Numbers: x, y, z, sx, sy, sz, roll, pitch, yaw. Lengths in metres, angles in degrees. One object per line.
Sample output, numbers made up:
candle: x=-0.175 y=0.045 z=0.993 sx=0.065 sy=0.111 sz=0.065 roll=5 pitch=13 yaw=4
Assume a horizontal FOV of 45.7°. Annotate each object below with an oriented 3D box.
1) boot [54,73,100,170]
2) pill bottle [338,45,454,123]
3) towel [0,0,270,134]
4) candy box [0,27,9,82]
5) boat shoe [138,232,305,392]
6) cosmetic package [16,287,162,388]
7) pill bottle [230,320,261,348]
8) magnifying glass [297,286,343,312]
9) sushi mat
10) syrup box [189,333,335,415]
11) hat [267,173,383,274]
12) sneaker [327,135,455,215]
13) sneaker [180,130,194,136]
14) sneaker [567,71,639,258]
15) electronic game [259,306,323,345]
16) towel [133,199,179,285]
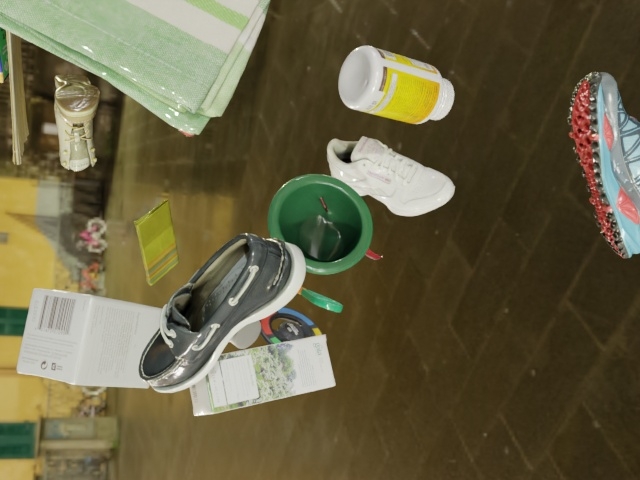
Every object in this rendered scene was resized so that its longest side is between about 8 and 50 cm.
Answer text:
boot: x=-0.444 y=-0.203 z=1.388 sx=0.213 sy=0.077 sz=0.165 roll=-131 pitch=41 yaw=-56
pill bottle: x=0.148 y=-0.287 z=1.433 sx=0.117 sy=0.215 sz=0.117 roll=-12 pitch=75 yaw=53
towel: x=-0.122 y=-0.256 z=0.541 sx=0.324 sy=0.248 sz=0.038 roll=-67 pitch=11 yaw=-27
candy box: x=-0.737 y=-0.472 z=1.431 sx=0.122 sy=0.268 sz=0.317 roll=-92 pitch=6 yaw=-54
boat shoe: x=-0.153 y=0.091 z=0.978 sx=0.302 sy=0.091 sz=0.114 roll=-44 pitch=47 yaw=22
cosmetic package: x=-0.406 y=0.176 z=1.355 sx=0.151 sy=0.184 sz=0.151 roll=4 pitch=80 yaw=32
pill bottle: x=-0.183 y=0.147 z=1.464 sx=0.137 sy=0.078 sz=0.078 roll=30 pitch=118 yaw=35
magnifying glass: x=-0.030 y=0.153 z=2.152 sx=0.231 sy=0.092 sz=0.026 roll=21 pitch=93 yaw=41
sushi mat: x=-0.533 y=-0.303 z=1.328 sx=0.151 sy=0.019 sz=0.316 roll=-112 pitch=27 yaw=-54
syrup box: x=-0.101 y=0.231 z=1.314 sx=0.096 sy=0.237 sz=0.093 roll=-27 pitch=73 yaw=59
hat: x=0.000 y=0.000 z=1.365 sx=0.173 sy=0.208 sz=0.183 roll=-48 pitch=-4 yaw=-16
sneaker: x=0.141 y=-0.145 z=1.659 sx=0.114 sy=0.305 sz=0.152 roll=-61 pitch=-30 yaw=-25
sneaker: x=-0.369 y=-0.341 z=1.947 sx=0.075 sy=0.161 sz=0.057 roll=-42 pitch=22 yaw=25
sneaker: x=0.420 y=-0.113 z=1.029 sx=0.104 sy=0.125 sz=0.261 roll=-103 pitch=-9 yaw=-70
electronic game: x=-0.089 y=0.286 z=2.354 sx=0.048 sy=0.229 sz=0.229 roll=-60 pitch=30 yaw=28
towel: x=-0.385 y=0.006 z=1.796 sx=0.021 sy=0.102 sz=0.237 roll=33 pitch=147 yaw=20
